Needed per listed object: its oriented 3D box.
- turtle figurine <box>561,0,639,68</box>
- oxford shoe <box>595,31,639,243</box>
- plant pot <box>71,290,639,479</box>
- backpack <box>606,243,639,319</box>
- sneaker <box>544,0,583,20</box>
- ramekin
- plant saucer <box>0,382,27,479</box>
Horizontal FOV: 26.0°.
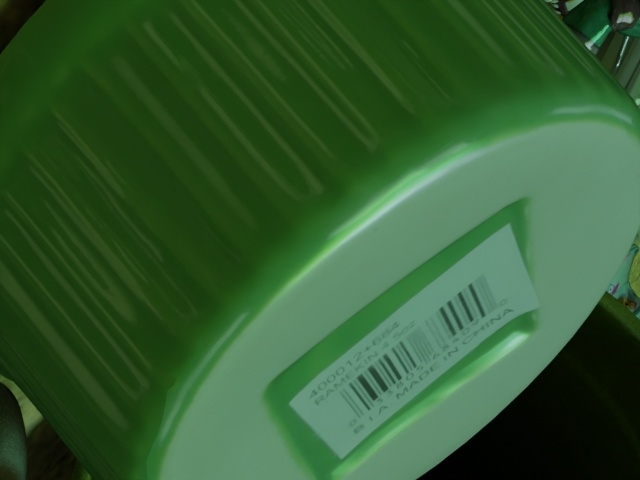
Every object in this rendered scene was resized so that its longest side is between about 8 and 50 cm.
[{"bbox_3d":[0.176,-0.149,0.726,0.175,0.118,0.234,-38,120,-45],"label":"turtle figurine"},{"bbox_3d":[0.253,-0.176,0.936,0.169,0.130,0.449,4,135,-29],"label":"oxford shoe"},{"bbox_3d":[0.030,0.222,0.889,0.366,0.366,0.353,-45,169,-22],"label":"plant pot"},{"bbox_3d":[0.207,0.062,1.231,0.166,0.144,0.188,-39,152,-21],"label":"backpack"},{"bbox_3d":[0.134,-0.170,0.833,0.084,0.069,0.185,-43,149,-19],"label":"sneaker"},{"bbox_3d":[0.000,0.000,0.609,0.303,0.148,0.303,-30,150,-19],"label":"ramekin"},{"bbox_3d":[-0.207,0.153,0.658,0.198,0.036,0.198,-43,156,-25],"label":"plant saucer"}]
